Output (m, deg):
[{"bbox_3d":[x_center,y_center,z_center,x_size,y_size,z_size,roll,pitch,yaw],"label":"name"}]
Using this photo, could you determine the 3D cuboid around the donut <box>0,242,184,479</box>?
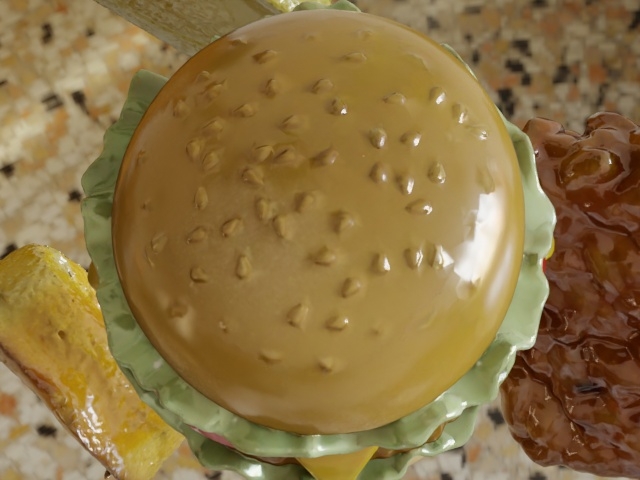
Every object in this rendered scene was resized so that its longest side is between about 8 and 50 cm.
[{"bbox_3d":[-0.209,0.108,1.310,0.118,0.253,0.253,-42,58,1],"label":"donut"}]

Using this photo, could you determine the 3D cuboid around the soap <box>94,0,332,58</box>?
[{"bbox_3d":[-0.151,-0.288,1.566,0.315,0.199,0.091,30,63,-23],"label":"soap"}]

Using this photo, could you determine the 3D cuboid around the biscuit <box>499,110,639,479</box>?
[{"bbox_3d":[0.260,0.049,1.077,0.318,0.312,0.110,6,38,29],"label":"biscuit"}]

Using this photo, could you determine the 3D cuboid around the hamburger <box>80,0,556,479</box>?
[{"bbox_3d":[0.000,0.000,0.865,0.275,0.212,0.274,0,70,0],"label":"hamburger"}]
